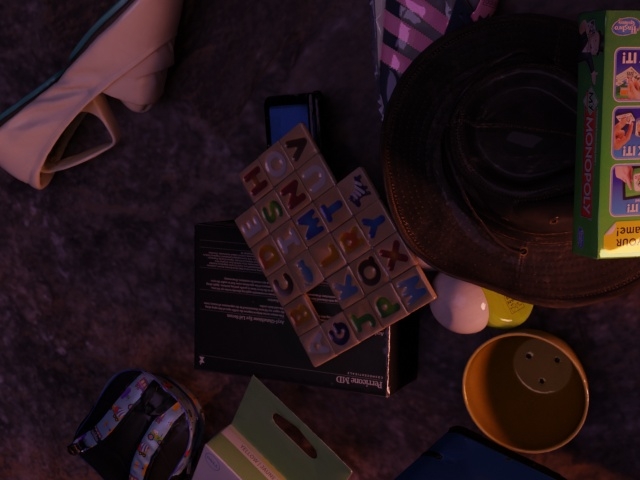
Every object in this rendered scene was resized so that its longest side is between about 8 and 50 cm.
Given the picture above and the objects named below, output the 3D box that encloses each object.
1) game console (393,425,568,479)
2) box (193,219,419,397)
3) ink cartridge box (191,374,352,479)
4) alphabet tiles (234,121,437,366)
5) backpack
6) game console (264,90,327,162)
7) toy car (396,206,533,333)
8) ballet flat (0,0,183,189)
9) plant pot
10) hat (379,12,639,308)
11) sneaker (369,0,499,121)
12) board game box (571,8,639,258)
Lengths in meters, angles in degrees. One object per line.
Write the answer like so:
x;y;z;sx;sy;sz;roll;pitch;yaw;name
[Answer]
0.227;0.333;1.027;0.293;0.250;0.173;22;112;25;game console
-0.019;0.075;1.210;0.261;0.103;0.184;5;96;25;box
-0.068;0.294;1.239;0.171;0.056;0.235;42;142;16;ink cartridge box
0.000;0.000;1.105;0.198;0.009;0.237;-35;81;40;alphabet tiles
-0.225;0.248;1.327;0.158;0.117;0.173;39;113;16;backpack
-0.030;-0.115;1.209;0.071;0.107;0.122;-5;97;-2;game console
0.159;0.021;1.107;0.182;0.159;0.136;60;152;8;toy car
-0.283;-0.196;1.302;0.400;0.139;0.139;-33;82;30;ballet flat
0.233;0.152;1.098;0.134;0.095;0.134;6;105;24;plant pot
0.223;-0.094;0.974;0.331;0.134;0.331;0;80;1;hat
0.131;-0.218;1.090;0.131;0.112;0.319;-3;97;29;sneaker
0.381;-0.097;0.911;0.317;0.046;0.213;-3;98;-16;board game box
